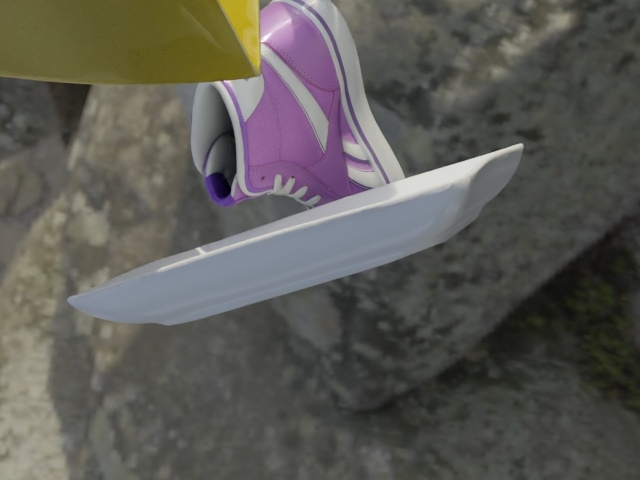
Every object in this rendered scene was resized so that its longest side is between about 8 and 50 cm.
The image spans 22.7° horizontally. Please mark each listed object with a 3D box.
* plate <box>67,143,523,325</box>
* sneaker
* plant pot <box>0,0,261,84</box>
[{"bbox_3d":[0.000,0.000,1.118,0.277,0.278,0.045,-18,93,17],"label":"plate"},{"bbox_3d":[-0.027,-0.057,1.319,0.102,0.282,0.161,20,57,41],"label":"sneaker"},{"bbox_3d":[-0.162,-0.219,0.996,0.187,0.212,0.212,-14,52,13],"label":"plant pot"}]
